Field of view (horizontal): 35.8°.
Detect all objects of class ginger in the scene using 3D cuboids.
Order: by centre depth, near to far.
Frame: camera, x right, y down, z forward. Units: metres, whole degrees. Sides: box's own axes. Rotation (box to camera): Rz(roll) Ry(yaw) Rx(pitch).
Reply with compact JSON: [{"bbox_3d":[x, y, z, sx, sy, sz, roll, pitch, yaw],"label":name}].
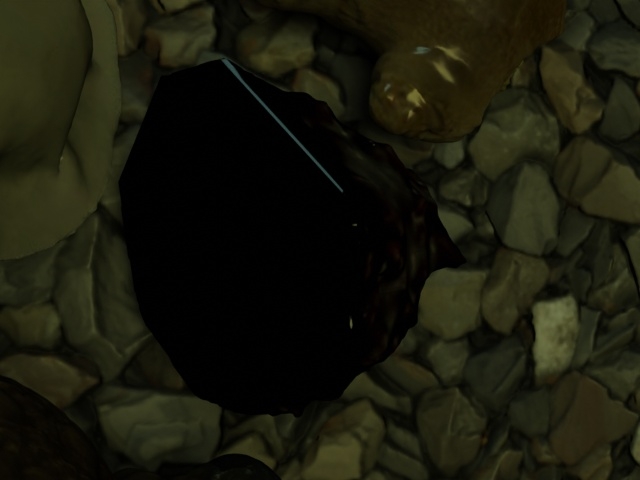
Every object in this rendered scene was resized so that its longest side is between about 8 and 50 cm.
[{"bbox_3d":[0.058,-0.187,0.720,0.275,0.130,0.221,8,93,-15],"label":"ginger"}]

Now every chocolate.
[{"bbox_3d":[0.000,0.000,0.674,0.177,0.206,0.224,-12,52,-44],"label":"chocolate"}]

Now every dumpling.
[{"bbox_3d":[-0.201,-0.123,0.587,0.204,0.163,0.293,16,58,-19],"label":"dumpling"}]

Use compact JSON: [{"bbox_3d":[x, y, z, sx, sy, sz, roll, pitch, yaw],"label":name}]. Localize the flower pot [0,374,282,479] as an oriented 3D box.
[{"bbox_3d":[-0.163,0.207,0.554,0.267,0.266,0.267,15,82,-30],"label":"flower pot"}]
